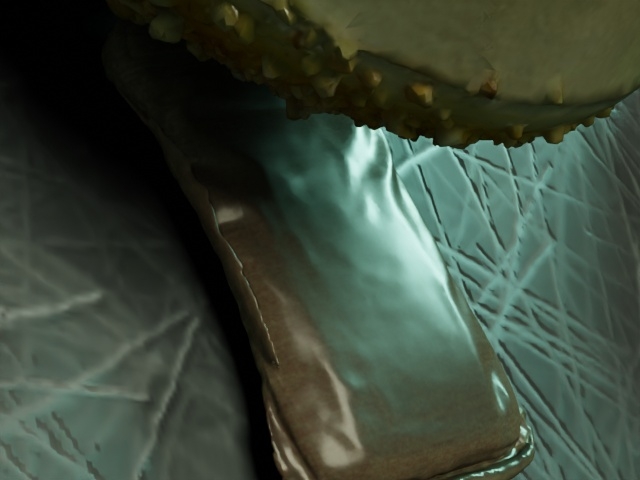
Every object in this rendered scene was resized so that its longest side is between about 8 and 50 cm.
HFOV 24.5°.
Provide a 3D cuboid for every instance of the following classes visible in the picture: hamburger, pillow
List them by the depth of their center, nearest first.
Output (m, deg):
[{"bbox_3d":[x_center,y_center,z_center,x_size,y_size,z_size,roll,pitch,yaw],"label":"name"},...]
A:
[{"bbox_3d":[0.010,-0.156,0.536,0.302,0.170,0.302,24,36,-19],"label":"hamburger"},{"bbox_3d":[0.002,-0.001,0.546,0.135,0.034,0.211,-6,64,-44],"label":"pillow"}]
